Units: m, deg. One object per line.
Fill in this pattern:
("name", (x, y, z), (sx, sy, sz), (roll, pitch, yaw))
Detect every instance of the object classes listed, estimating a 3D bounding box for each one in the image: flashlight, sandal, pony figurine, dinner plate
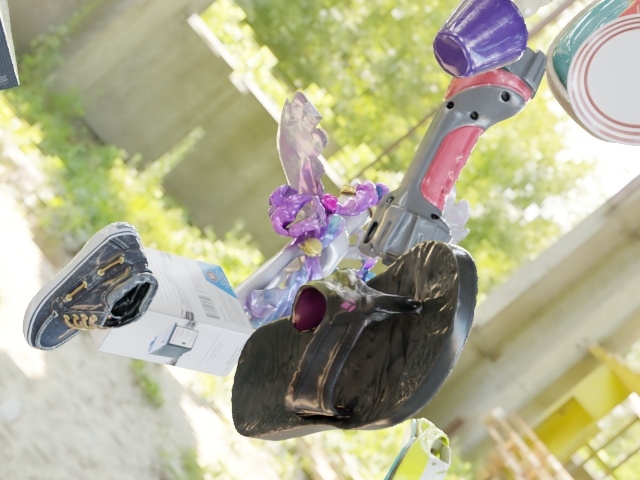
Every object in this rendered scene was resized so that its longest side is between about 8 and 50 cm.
("flashlight", (0.164, -0.100, 1.754), (0.103, 0.304, 0.103), (31, -12, -23))
("sandal", (0.001, 0.116, 1.494), (0.107, 0.446, 0.167), (15, 64, -27))
("pony figurine", (0.000, 0.000, 2.049), (0.303, 0.363, 0.351), (39, -23, 2))
("dinner plate", (0.303, -0.152, 1.395), (0.141, 0.141, 0.017), (49, 26, -24))

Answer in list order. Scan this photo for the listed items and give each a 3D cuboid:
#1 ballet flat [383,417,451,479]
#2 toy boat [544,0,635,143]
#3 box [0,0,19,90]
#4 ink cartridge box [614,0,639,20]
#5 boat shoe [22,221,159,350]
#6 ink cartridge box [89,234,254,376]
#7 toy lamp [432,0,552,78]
("ballet flat", (0.143, 0.310, 2.091), (0.077, 0.077, 0.231), (28, 15, 5))
("toy boat", (0.452, -0.193, 1.836), (0.318, 0.267, 0.148), (46, -26, 11))
("box", (-0.337, -0.279, 1.383), (0.183, 0.059, 0.232), (87, -12, -51))
("ink cartridge box", (0.453, -0.240, 1.571), (0.172, 0.237, 0.100), (26, 44, -20))
("boat shoe", (-0.237, 0.070, 1.507), (0.065, 0.183, 0.083), (13, 38, -45))
("ink cartridge box", (-0.195, 0.080, 1.821), (0.191, 0.082, 0.139), (15, 30, -35))
("toy lamp", (0.213, -0.236, 1.395), (0.080, 0.275, 0.080), (38, -31, 28))
